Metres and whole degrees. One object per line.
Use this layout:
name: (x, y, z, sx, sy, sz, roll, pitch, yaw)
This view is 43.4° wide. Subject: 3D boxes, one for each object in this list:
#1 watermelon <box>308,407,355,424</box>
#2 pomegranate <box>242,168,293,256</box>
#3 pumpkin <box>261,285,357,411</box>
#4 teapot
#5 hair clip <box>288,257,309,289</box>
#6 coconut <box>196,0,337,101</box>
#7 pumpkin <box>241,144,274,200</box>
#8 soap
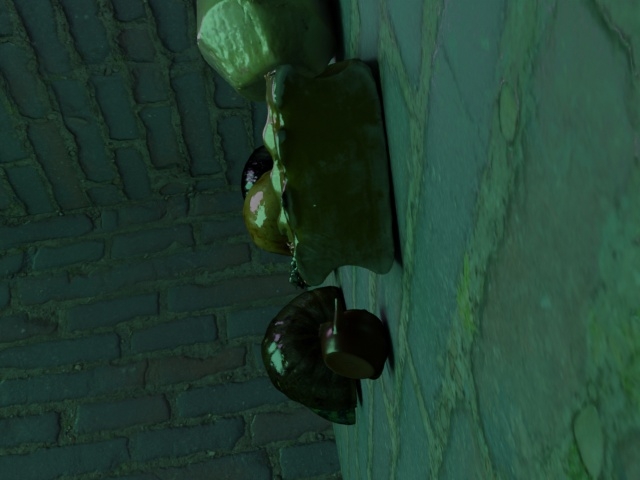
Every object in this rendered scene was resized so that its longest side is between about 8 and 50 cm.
watermelon: (0.029, 0.427, 2.275, 0.207, 0.136, 0.202, 121, 137, -61)
pomegranate: (-0.048, -0.056, 1.683, 0.215, 0.215, 0.215, 171, 90, -86)
pumpkin: (-0.032, 0.284, 2.041, 0.242, 0.232, 0.325, 82, -179, -54)
teapot: (0.063, 0.163, 1.318, 0.173, 0.116, 0.116, 50, -163, -37)
hair clip: (-0.012, 0.046, 2.049, 0.091, 0.138, 0.321, 47, 162, 21)
coconut: (-0.092, -0.376, 1.366, 0.259, 0.259, 0.259, 171, 90, -86)
pumpkin: (-0.104, -0.150, 2.121, 0.163, 0.233, 0.233, -9, 90, 42)
soap: (0.000, -0.112, 1.171, 0.335, 0.156, 0.293, -120, 24, -79)
